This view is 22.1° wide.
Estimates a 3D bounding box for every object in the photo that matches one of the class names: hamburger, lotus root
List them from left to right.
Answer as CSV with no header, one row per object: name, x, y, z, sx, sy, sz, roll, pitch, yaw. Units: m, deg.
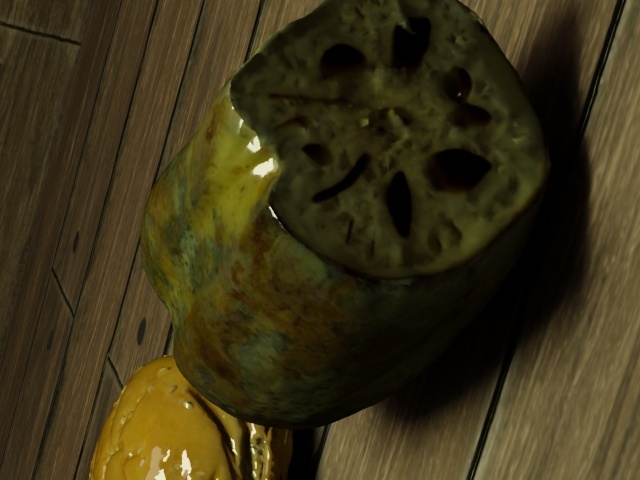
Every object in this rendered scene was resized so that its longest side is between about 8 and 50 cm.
hamburger,-0.121,0.244,1.456,0.318,0.158,0.319,-167,90,-69
lotus root,0.000,0.000,1.152,0.346,0.250,0.250,132,145,-56
